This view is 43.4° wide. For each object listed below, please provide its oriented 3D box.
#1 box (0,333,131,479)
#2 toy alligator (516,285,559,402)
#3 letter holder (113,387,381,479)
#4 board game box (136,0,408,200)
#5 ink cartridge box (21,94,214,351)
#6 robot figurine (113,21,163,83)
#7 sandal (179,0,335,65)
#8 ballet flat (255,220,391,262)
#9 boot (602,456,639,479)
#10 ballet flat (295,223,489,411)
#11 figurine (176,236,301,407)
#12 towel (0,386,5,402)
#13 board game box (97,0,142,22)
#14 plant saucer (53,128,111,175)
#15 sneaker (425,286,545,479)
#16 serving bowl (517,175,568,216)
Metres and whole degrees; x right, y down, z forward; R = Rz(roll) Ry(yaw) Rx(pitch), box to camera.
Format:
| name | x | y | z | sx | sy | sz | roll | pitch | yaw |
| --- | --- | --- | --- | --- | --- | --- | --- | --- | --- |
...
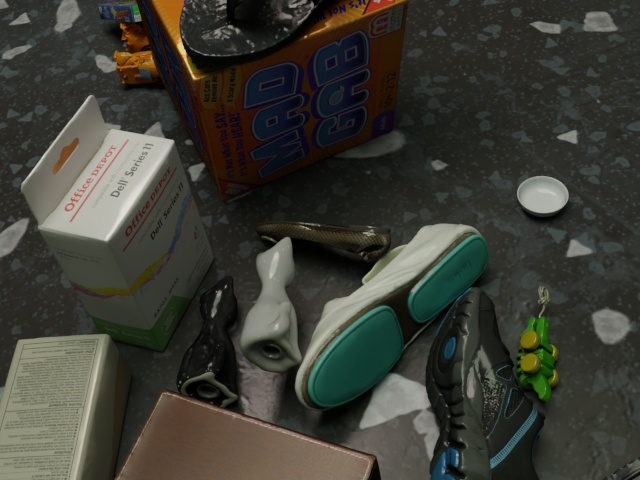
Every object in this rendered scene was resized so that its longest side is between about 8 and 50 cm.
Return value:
| name | x | y | z | sx | sy | sz | roll | pitch | yaw |
| --- | --- | --- | --- | --- | --- | --- | --- | --- | --- |
| box | -0.367 | 0.294 | 1.110 | 0.147 | 0.121 | 0.311 | -3 | 51 | 6 |
| toy alligator | 0.310 | 0.153 | 1.171 | 0.051 | 0.056 | 0.190 | -29 | 38 | 40 |
| letter holder | -0.098 | 0.350 | 1.008 | 0.301 | 0.152 | 0.215 | 13 | 56 | 18 |
| board game box | -0.098 | -0.358 | 1.404 | 0.356 | 0.356 | 0.356 | -24 | 66 | -11 |
| ink cartridge box | -0.285 | -0.018 | 1.201 | 0.119 | 0.354 | 0.207 | 12 | 54 | 18 |
| robot figurine | -0.278 | -0.408 | 1.692 | 0.290 | 0.085 | 0.211 | -6 | 51 | 4 |
| sandal | -0.025 | -0.413 | 1.171 | 0.445 | 0.107 | 0.167 | -37 | 69 | -16 |
| ballet flat | 0.000 | 0.000 | 1.313 | 0.249 | 0.084 | 0.058 | 4 | 91 | 28 |
| boot | 0.393 | 0.378 | 0.942 | 0.246 | 0.094 | 0.207 | -27 | 48 | -5 |
| ballet flat | 0.089 | 0.104 | 1.209 | 0.139 | 0.139 | 0.400 | 35 | 59 | 31 |
| figurine | -0.114 | 0.112 | 1.196 | 0.214 | 0.092 | 0.210 | -34 | 37 | 28 |
| towel | -0.516 | 0.257 | 1.235 | 0.083 | 0.009 | 0.060 | -13 | 50 | -2 |
| board game box | -0.384 | -0.505 | 1.749 | 0.136 | 0.035 | 0.201 | -20 | 25 | -28 |
| plant saucer | -0.419 | -0.145 | 1.503 | 0.199 | 0.037 | 0.200 | 4 | 50 | -5 |
| sneaker | 0.227 | 0.220 | 1.107 | 0.139 | 0.125 | 0.341 | 17 | 50 | -10 |
| serving bowl | 0.373 | -0.069 | 1.354 | 0.083 | 0.027 | 0.083 | -4 | 50 | 5 |
